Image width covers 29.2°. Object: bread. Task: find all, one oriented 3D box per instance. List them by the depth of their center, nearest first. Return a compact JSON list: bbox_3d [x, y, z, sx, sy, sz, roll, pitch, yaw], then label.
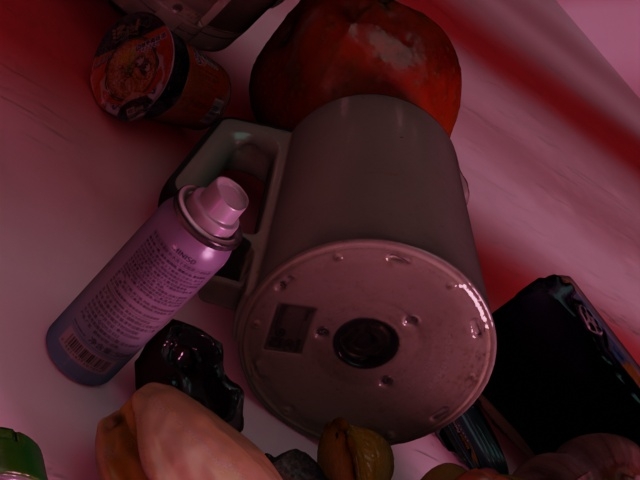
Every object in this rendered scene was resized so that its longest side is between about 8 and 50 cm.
[{"bbox_3d":[0.042,0.238,1.113,0.065,0.188,0.149,-8,59,-11],"label":"bread"}]

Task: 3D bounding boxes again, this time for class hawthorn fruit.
[{"bbox_3d":[0.049,-0.206,1.603,0.275,0.300,0.275,18,21,-7],"label":"hawthorn fruit"}]

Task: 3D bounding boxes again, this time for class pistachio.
[{"bbox_3d":[-0.098,0.210,1.004,0.200,0.117,0.145,45,26,12],"label":"pistachio"}]

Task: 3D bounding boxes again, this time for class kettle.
[{"bbox_3d":[0.000,0.000,1.344,0.361,0.250,0.377,11,31,-4],"label":"kettle"}]

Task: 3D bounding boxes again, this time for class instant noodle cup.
[{"bbox_3d":[-0.177,-0.187,1.431,0.135,0.127,0.127,18,38,-55],"label":"instant noodle cup"}]

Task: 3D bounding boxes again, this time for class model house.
[{"bbox_3d":[-0.040,0.225,1.098,0.079,0.083,0.066,52,30,10],"label":"model house"}]

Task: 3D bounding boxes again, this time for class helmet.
[{"bbox_3d":[-0.125,0.135,1.113,0.098,0.070,0.123,24,40,-53],"label":"helmet"}]

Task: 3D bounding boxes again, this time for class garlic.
[{"bbox_3d":[0.319,0.292,1.378,0.214,0.191,0.160,-23,71,-22],"label":"garlic"}]

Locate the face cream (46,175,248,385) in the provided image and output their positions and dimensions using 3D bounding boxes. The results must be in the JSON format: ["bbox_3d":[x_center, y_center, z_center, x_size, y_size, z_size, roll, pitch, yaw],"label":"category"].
[{"bbox_3d":[-0.144,0.032,1.052,0.075,0.229,0.075,34,30,-23],"label":"face cream"}]

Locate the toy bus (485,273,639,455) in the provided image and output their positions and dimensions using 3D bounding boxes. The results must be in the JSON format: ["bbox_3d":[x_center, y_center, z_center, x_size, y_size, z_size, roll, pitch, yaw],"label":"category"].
[{"bbox_3d":[0.357,0.222,1.524,0.386,0.171,0.162,53,25,6],"label":"toy bus"}]

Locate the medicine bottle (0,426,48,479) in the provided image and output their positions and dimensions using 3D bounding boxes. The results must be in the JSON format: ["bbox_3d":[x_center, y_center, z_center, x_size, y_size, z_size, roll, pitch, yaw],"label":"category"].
[{"bbox_3d":[-0.206,0.257,0.774,0.133,0.133,0.274,18,37,-42],"label":"medicine bottle"}]

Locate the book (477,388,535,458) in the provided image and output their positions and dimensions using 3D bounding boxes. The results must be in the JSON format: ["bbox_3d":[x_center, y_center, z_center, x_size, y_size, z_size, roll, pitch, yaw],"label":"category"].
[{"bbox_3d":[0.271,0.199,1.633,0.157,0.026,0.231,46,28,-6],"label":"book"}]

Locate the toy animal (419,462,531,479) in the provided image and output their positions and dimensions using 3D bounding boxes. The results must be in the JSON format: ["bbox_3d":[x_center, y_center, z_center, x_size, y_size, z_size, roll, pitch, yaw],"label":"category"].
[{"bbox_3d":[0.157,0.306,1.095,0.216,0.191,0.338,27,-7,5],"label":"toy animal"}]

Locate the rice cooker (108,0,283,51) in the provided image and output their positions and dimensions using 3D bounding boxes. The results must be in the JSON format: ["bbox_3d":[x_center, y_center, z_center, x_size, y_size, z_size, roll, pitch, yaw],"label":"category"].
[{"bbox_3d":[-0.151,-0.418,1.539,0.335,0.325,0.335,39,25,-23],"label":"rice cooker"}]

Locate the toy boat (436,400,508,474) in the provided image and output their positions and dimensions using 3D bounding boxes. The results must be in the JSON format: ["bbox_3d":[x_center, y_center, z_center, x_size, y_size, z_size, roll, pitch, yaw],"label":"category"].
[{"bbox_3d":[0.176,0.232,1.421,0.055,0.060,0.141,-12,69,-58],"label":"toy boat"}]
